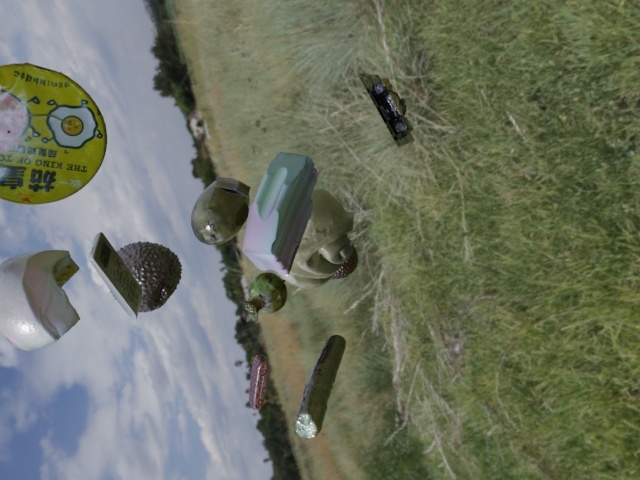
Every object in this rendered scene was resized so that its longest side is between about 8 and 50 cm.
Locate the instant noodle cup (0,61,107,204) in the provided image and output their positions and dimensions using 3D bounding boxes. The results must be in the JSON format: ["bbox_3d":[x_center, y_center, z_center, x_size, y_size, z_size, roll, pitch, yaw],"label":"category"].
[{"bbox_3d":[-0.721,-0.280,1.240,0.254,0.325,0.325,34,145,46],"label":"instant noodle cup"}]

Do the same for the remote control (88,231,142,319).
[{"bbox_3d":[-0.626,0.118,1.550,0.313,0.055,0.109,77,-174,-46],"label":"remote control"}]

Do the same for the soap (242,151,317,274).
[{"bbox_3d":[-0.110,-0.087,1.454,0.193,0.109,0.324,60,-134,-59],"label":"soap"}]

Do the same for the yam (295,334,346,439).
[{"bbox_3d":[0.005,0.389,1.402,0.371,0.083,0.083,-60,-42,-64],"label":"yam"}]

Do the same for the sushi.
[{"bbox_3d":[0.199,-0.361,1.344,0.215,0.050,0.192,61,-152,-2],"label":"sushi"}]

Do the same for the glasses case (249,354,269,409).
[{"bbox_3d":[-0.204,0.474,1.710,0.073,0.049,0.194,-136,52,-59],"label":"glasses case"}]

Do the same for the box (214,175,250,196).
[{"bbox_3d":[-0.270,-0.165,1.553,0.079,0.083,0.035,25,-102,-67],"label":"box"}]

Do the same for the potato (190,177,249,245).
[{"bbox_3d":[-0.421,-0.114,2.129,0.243,0.221,0.326,-36,26,48],"label":"potato"}]

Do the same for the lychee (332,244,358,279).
[{"bbox_3d":[0.063,0.068,2.093,0.188,0.188,0.188,162,90,-81],"label":"lychee"}]

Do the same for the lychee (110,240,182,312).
[{"bbox_3d":[-0.689,0.132,1.994,0.300,0.300,0.300,162,90,-81],"label":"lychee"}]

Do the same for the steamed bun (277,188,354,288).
[{"bbox_3d":[0.000,0.000,1.781,0.339,0.247,0.352,-5,-72,-75],"label":"steamed bun"}]

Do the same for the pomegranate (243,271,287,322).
[{"bbox_3d":[-0.202,0.208,1.874,0.220,0.156,0.156,-64,-38,-63],"label":"pomegranate"}]

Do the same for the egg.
[{"bbox_3d":[-0.687,0.123,1.189,0.162,0.206,0.271,57,-175,-35],"label":"egg"}]
